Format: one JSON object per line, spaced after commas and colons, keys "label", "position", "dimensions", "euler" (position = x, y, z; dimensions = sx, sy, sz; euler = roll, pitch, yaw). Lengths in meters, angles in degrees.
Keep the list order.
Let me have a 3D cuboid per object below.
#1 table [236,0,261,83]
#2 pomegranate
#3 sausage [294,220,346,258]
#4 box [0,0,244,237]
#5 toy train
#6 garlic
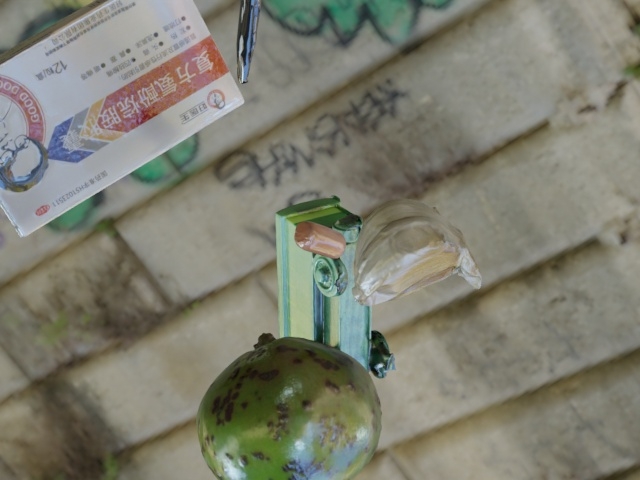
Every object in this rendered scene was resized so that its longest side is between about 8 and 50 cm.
{"label": "table", "position": [0.011, -0.308, 1.010], "dimensions": [0.318, 0.249, 0.317], "euler": [-3, -137, 3]}
{"label": "pomegranate", "position": [-0.025, 0.228, 1.430], "dimensions": [0.211, 0.263, 0.211], "euler": [-17, 176, -1]}
{"label": "sausage", "position": [0.000, 0.000, 1.452], "dimensions": [0.034, 0.034, 0.083], "euler": [-29, 156, 23]}
{"label": "box", "position": [-0.299, -0.186, 1.683], "dimensions": [0.353, 0.214, 0.069], "euler": [-32, -155, -10]}
{"label": "toy train", "position": [0.018, 0.088, 1.946], "dimensions": [0.120, 0.300, 0.202], "euler": [-14, -152, -27]}
{"label": "garlic", "position": [0.064, 0.007, 0.949], "dimensions": [0.094, 0.074, 0.113], "euler": [-15, 169, 10]}
